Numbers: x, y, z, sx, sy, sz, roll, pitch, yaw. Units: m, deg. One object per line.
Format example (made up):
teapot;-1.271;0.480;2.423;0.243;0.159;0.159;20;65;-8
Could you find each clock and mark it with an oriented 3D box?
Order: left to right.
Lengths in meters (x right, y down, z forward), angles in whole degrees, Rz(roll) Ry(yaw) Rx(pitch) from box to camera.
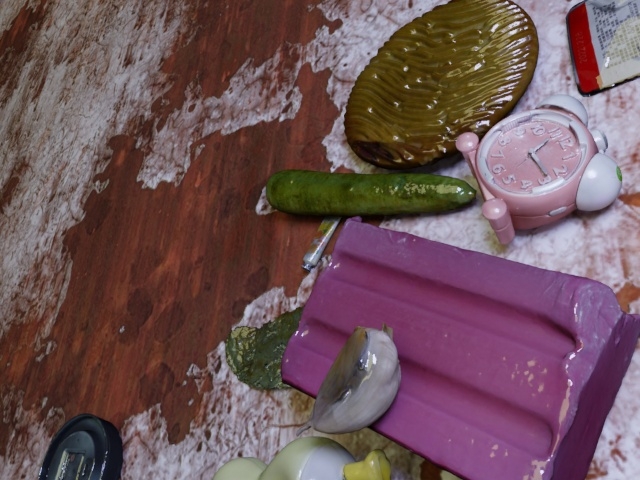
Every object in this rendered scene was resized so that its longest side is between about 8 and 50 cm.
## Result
clock;-0.403;0.385;1.131;0.184;0.040;0.184;-21;54;31
clock;0.267;-0.087;0.821;0.162;0.093;0.166;-23;52;17

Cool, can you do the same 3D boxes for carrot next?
carrot;0.063;-0.067;0.990;0.358;0.074;0.074;5;69;38

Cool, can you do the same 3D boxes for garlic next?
garlic;0.040;0.158;0.713;0.152;0.066;0.084;-63;18;-7

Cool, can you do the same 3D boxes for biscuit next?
biscuit;0.166;-0.239;0.999;0.318;0.040;0.318;-24;46;27

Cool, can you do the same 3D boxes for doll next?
doll;-0.037;0.312;0.827;0.296;0.117;0.141;-18;85;45

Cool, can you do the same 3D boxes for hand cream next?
hand cream;0.000;0.000;1.035;0.035;0.022;0.102;11;68;50

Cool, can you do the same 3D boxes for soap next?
soap;0.140;0.123;0.768;0.359;0.128;0.233;17;79;44

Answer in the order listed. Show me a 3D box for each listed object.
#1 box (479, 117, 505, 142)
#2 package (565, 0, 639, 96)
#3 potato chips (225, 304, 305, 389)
box;0.214;-0.157;0.945;0.082;0.023;0.051;-3;62;39
package;0.427;-0.284;0.835;0.239;0.030;0.154;-17;57;32
potato chips;-0.058;0.154;0.991;0.209;0.026;0.142;14;73;43
